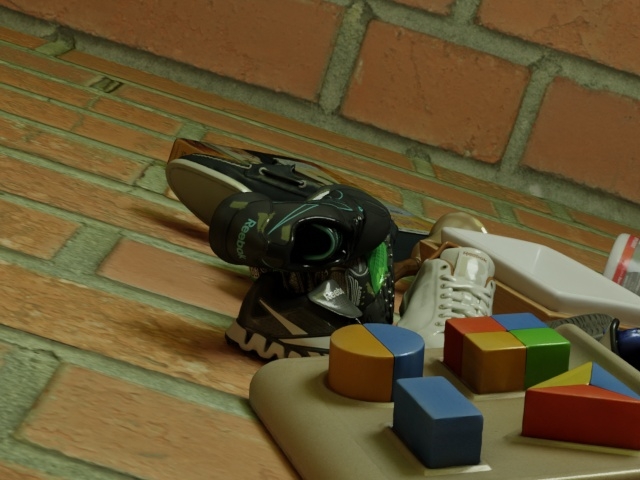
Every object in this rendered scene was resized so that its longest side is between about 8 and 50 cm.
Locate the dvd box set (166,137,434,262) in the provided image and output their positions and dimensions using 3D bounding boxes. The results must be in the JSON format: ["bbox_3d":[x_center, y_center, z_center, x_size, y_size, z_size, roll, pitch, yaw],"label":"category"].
[{"bbox_3d":[-0.009,-0.057,2.562,0.307,0.062,0.420,8,14,-40],"label":"dvd box set"}]

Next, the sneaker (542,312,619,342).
[{"bbox_3d":[0.247,0.163,1.886,0.222,0.118,0.083,-8,22,16],"label":"sneaker"}]

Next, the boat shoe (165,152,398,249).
[{"bbox_3d":[-0.047,-0.051,2.203,0.340,0.127,0.113,22,55,21],"label":"boat shoe"}]

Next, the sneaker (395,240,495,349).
[{"bbox_3d":[0.146,0.073,1.810,0.105,0.123,0.290,22,15,-11],"label":"sneaker"}]

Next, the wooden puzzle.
[{"bbox_3d":[0.136,0.142,1.467,0.347,0.081,0.322,-8,19,-16],"label":"wooden puzzle"}]

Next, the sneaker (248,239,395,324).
[{"bbox_3d":[-0.008,0.049,1.944,0.146,0.134,0.343,-4,17,-21],"label":"sneaker"}]

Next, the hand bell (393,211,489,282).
[{"bbox_3d":[0.127,0.040,2.280,0.126,0.126,0.242,26,27,36],"label":"hand bell"}]

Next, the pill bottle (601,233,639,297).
[{"bbox_3d":[0.549,0.109,2.377,0.283,0.161,0.161,20,11,12],"label":"pill bottle"}]

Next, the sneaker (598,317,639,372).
[{"bbox_3d":[0.304,0.159,1.674,0.127,0.182,0.315,18,11,-19],"label":"sneaker"}]

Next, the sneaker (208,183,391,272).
[{"bbox_3d":[0.000,0.000,1.746,0.106,0.101,0.267,20,17,38],"label":"sneaker"}]

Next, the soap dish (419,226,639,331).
[{"bbox_3d":[0.294,0.087,2.189,0.229,0.118,0.291,10,13,-36],"label":"soap dish"}]

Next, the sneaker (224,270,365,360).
[{"bbox_3d":[0.015,0.099,1.709,0.234,0.106,0.078,21,12,17],"label":"sneaker"}]
